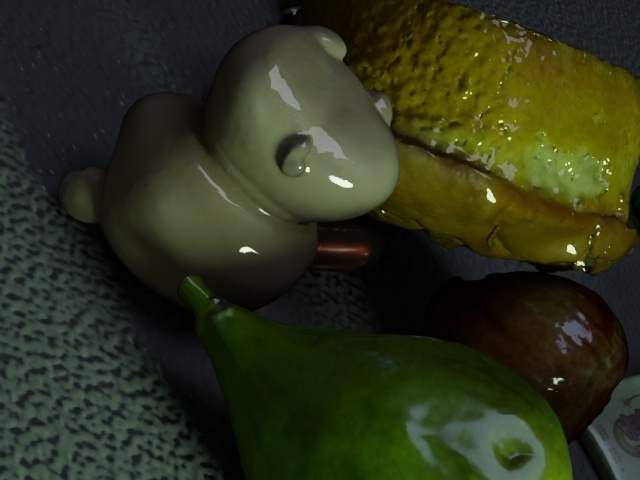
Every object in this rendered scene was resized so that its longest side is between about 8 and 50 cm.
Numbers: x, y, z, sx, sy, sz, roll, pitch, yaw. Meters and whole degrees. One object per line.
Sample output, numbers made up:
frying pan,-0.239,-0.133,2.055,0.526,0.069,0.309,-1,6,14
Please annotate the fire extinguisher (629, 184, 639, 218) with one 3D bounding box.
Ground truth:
fire extinguisher,0.509,0.047,2.380,0.093,0.118,0.294,-17,64,-23

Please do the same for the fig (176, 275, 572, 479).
fig,0.046,0.142,1.443,0.233,0.233,0.314,-1,51,-56

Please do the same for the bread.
bread,0.126,-0.102,1.758,0.398,0.215,0.398,18,1,0

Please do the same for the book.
book,0.380,0.210,1.964,0.232,0.022,0.162,-10,60,-34

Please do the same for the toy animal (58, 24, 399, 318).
toy animal,-0.053,-0.053,1.500,0.210,0.221,0.229,45,61,-14

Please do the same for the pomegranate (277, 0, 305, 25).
pomegranate,0.010,-0.257,2.028,0.142,0.114,0.114,-32,82,-37

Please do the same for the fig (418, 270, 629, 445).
fig,0.179,0.113,1.726,0.205,0.205,0.205,36,30,-25

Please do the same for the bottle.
bottle,0.000,0.000,1.727,0.164,0.060,0.060,4,51,-54
